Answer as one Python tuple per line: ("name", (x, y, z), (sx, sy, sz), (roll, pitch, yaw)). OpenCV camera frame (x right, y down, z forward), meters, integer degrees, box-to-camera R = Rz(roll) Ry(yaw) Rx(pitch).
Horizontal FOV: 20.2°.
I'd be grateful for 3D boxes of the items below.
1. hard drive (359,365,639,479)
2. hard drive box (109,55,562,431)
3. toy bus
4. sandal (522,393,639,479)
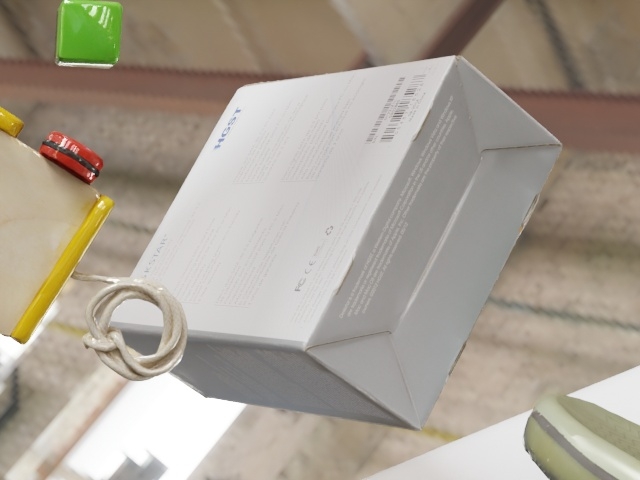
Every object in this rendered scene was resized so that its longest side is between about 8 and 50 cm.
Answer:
("hard drive", (0.197, 0.181, 1.135), (0.233, 0.353, 0.047), (-122, -167, -53))
("hard drive box", (0.000, 0.000, 1.014), (0.089, 0.181, 0.232), (37, -18, -27))
("toy bus", (-0.173, -0.025, 0.790), (0.104, 0.191, 0.202), (-171, -111, -79))
("sandal", (0.213, 0.074, 0.549), (0.303, 0.086, 0.120), (5, -3, 25))
